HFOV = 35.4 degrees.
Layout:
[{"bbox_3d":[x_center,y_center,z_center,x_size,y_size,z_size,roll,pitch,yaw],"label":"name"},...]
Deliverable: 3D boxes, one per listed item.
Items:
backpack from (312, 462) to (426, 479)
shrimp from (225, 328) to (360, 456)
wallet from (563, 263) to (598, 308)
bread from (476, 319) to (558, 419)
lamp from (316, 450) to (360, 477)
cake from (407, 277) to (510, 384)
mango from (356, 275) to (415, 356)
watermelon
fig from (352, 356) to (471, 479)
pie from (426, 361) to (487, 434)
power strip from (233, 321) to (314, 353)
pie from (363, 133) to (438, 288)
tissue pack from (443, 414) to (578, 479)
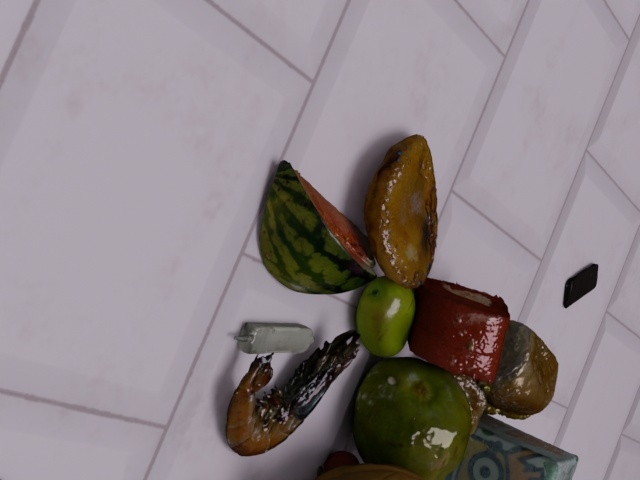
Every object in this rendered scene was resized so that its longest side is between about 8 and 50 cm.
[{"bbox_3d":[0.071,0.538,1.680,0.378,0.201,0.353,-29,86,-15],"label":"backpack"},{"bbox_3d":[-0.048,0.225,1.635,0.290,0.054,0.222,-42,144,-16],"label":"shrimp"},{"bbox_3d":[0.663,0.113,2.545,0.156,0.018,0.082,-27,126,-43],"label":"wallet"},{"bbox_3d":[0.372,0.273,2.095,0.246,0.195,0.176,46,54,-47],"label":"bread"},{"bbox_3d":[0.038,0.436,1.839,0.101,0.090,0.101,-173,-90,-90],"label":"lamp"},{"bbox_3d":[0.253,0.162,1.877,0.283,0.177,0.151,-47,149,-80],"label":"cake"},{"bbox_3d":[0.117,0.141,1.809,0.117,0.089,0.163,-24,124,-45],"label":"mango"},{"bbox_3d":[0.016,0.015,1.593,0.303,0.128,0.159,41,72,-51],"label":"watermelon"},{"bbox_3d":[0.179,0.360,1.899,0.233,0.233,0.314,-55,151,-20],"label":"fig"},{"bbox_3d":[0.245,0.323,2.010,0.163,0.079,0.193,-41,111,12],"label":"pie"},{"bbox_3d":[-0.075,0.158,1.622,0.191,0.030,0.047,8,101,-53],"label":"power strip"},{"bbox_3d":[0.152,-0.050,1.751,0.273,0.069,0.273,-12,104,-59],"label":"pie"},{"bbox_3d":[0.353,0.497,2.079,0.128,0.311,0.228,-1,107,-52],"label":"tissue pack"}]
